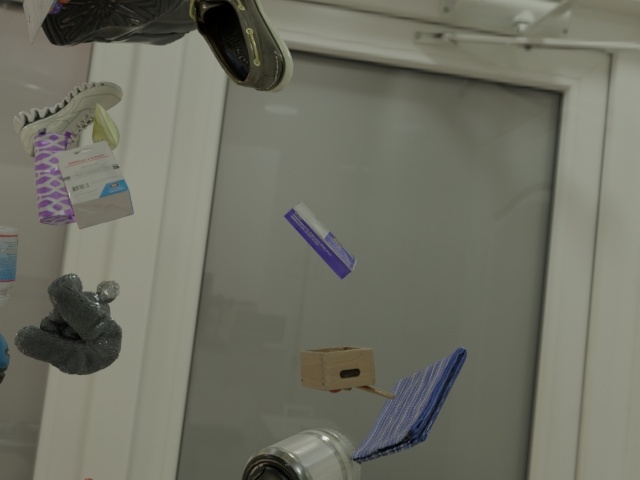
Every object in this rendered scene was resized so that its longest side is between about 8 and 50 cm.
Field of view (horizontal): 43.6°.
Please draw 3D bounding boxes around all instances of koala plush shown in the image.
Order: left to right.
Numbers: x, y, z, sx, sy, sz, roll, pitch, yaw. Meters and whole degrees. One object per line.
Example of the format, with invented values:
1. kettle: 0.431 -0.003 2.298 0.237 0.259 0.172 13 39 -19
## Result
1. koala plush: -0.525 0.180 1.769 0.203 0.196 0.221 35 7 -12

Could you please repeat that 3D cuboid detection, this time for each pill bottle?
1. pill bottle: -0.669 0.052 1.636 0.087 0.160 0.087 4 3 0

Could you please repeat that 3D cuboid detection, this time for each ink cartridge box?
1. ink cartridge box: -0.422 -0.107 1.492 0.104 0.060 0.180 -17 43 -16
2. ink cartridge box: 0.000 0.000 1.896 0.206 0.045 0.208 47 7 -1

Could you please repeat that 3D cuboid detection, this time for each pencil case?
1. pencil case: -0.571 -0.135 1.733 0.088 0.206 0.086 -7 -6 10

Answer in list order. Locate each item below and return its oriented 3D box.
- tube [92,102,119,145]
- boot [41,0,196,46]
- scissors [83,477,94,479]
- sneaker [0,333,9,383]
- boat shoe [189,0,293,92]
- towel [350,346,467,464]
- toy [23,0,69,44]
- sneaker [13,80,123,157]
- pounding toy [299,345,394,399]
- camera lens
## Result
1. tube: -0.457 -0.232 1.700 0.070 0.062 0.240 25 -6 -15
2. boot: -0.368 -0.545 1.862 0.366 0.146 0.445 -7 7 24
3. scissors: -0.620 0.748 2.056 0.021 0.109 0.297 52 9 -37
4. sneaker: -0.631 0.299 1.302 0.139 0.341 0.125 -7 -44 21
5. boat shoe: -0.158 -0.374 1.319 0.091 0.305 0.109 -13 -24 -51
6. towel: 0.188 0.365 1.757 0.040 0.243 0.336 37 -31 -4
7. toy: -0.538 -0.528 1.640 0.056 0.137 0.237 8 -44 -37
8. sneaker: -0.619 -0.299 1.997 0.292 0.118 0.110 -25 -23 7
9. pounding toy: 0.051 0.261 1.558 0.141 0.100 0.130 -2 -4 -26
10. camera lens: -0.050 0.610 2.039 0.219 0.220 0.274 3 5 34
